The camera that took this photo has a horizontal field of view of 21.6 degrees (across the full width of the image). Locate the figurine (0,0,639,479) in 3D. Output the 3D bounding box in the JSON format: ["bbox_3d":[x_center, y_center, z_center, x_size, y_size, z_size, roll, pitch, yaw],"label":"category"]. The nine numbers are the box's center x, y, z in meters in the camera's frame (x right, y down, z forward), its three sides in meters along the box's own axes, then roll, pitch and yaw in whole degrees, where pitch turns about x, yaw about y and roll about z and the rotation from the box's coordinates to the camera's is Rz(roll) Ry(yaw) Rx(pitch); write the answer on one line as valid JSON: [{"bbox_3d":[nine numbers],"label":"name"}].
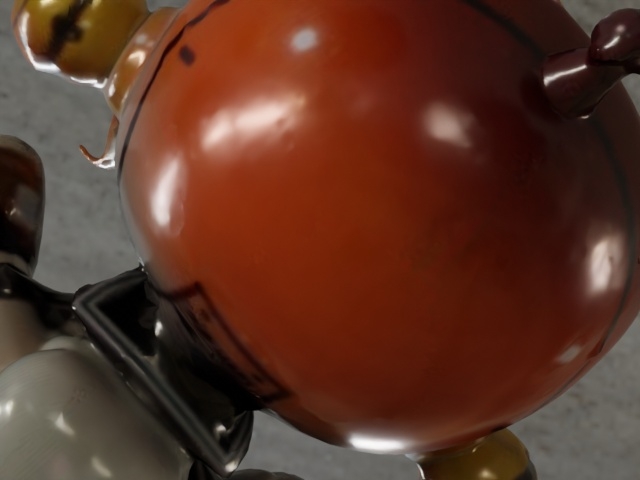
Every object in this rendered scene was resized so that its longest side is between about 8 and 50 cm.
[{"bbox_3d":[-0.002,0.002,0.686,0.323,0.196,0.320,-39,101,12],"label":"figurine"}]
